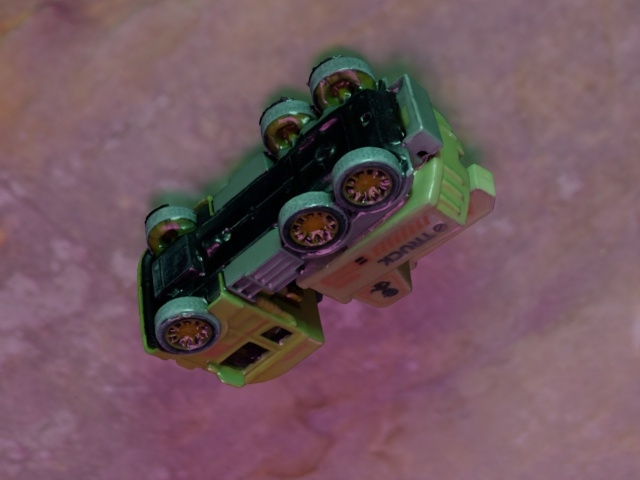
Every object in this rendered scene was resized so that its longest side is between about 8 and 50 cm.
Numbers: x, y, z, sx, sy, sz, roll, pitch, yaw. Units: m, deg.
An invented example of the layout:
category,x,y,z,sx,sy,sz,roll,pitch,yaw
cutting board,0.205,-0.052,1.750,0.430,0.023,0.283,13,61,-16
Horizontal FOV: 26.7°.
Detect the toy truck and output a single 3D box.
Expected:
category,x,y,z,sx,sy,sz,roll,pitch,yaw
toy truck,0.000,0.000,0.618,0.169,0.077,0.100,-40,130,25
